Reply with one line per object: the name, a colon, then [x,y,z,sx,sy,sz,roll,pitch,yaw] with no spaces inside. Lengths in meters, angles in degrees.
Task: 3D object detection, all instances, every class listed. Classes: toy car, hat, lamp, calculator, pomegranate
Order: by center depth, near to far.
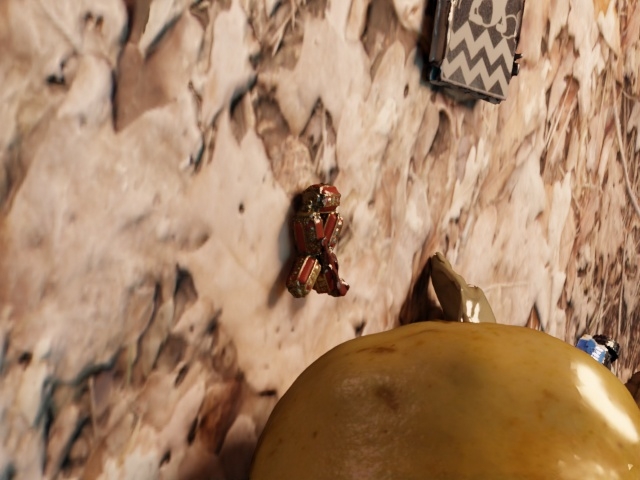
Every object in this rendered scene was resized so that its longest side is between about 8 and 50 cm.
pomegranate: [0.082,0.213,0.952,0.332,0.333,0.332,-31,125,-56]
lamp: [0.000,0.000,1.007,0.063,0.031,0.083,2,93,-64]
calculator: [0.145,-0.261,1.203,0.166,0.028,0.274,8,90,-60]
hat: [0.128,0.102,1.226,0.175,0.085,0.147,54,51,-53]
toy car: [0.315,0.184,1.633,0.080,0.070,0.170,-62,146,-32]

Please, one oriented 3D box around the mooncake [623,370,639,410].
mooncake: [0.492,0.328,1.903,0.324,0.187,0.324,-24,118,-57]
